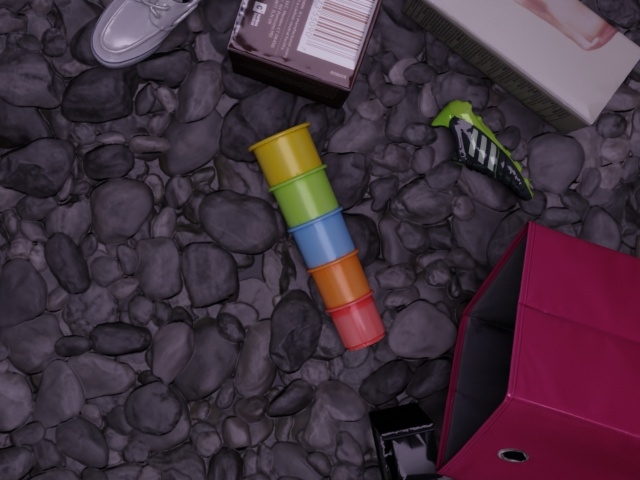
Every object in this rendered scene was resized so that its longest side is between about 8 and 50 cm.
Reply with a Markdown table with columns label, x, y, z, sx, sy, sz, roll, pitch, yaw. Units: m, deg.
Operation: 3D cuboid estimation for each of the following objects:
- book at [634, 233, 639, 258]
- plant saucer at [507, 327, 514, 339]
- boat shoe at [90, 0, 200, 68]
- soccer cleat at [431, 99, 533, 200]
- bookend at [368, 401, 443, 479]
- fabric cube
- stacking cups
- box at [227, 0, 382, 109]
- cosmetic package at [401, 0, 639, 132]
| label | x | y | z | sx | sy | sz | roll | pitch | yaw |
| --- | --- | --- | --- | --- | --- | --- | --- | --- | --- |
| book | 0.524 | 0.047 | 1.484 | 0.144 | 0.035 | 0.096 | 9 | 87 | -4 |
| plant saucer | 0.374 | 0.180 | 1.474 | 0.241 | 0.037 | 0.241 | 0 | 91 | -3 |
| boat shoe | -0.216 | -0.339 | 1.410 | 0.095 | 0.084 | 0.258 | 45 | 88 | -3 |
| soccer cleat | 0.229 | -0.118 | 1.457 | 0.072 | 0.060 | 0.179 | -39 | 86 | 7 |
| bookend | 0.122 | 0.315 | 1.402 | 0.072 | 0.156 | 0.157 | -12 | 92 | -3 |
| fabric cube | 0.318 | 0.175 | 1.283 | 0.258 | 0.254 | 0.259 | 19 | 55 | -4 |
| stacking cups | 0.000 | 0.000 | 1.422 | 0.096 | 0.096 | 0.316 | -22 | 92 | -3 |
| box | -0.018 | -0.287 | 1.363 | 0.167 | 0.203 | 0.168 | 18 | 89 | -3 |
| cosmetic package | 0.270 | -0.288 | 1.407 | 0.296 | 0.153 | 0.129 | 37 | 89 | -4 |
